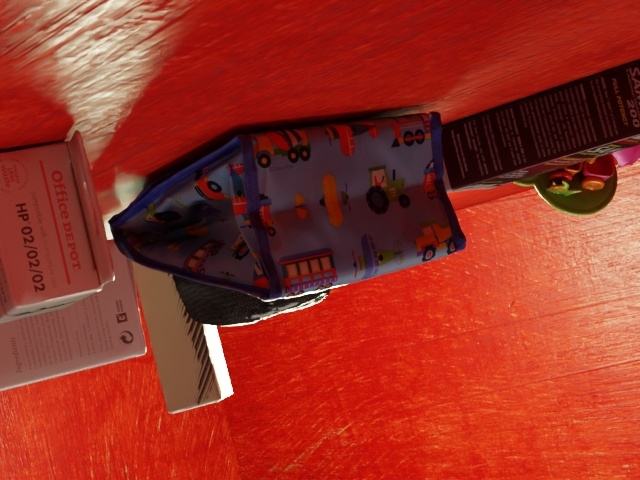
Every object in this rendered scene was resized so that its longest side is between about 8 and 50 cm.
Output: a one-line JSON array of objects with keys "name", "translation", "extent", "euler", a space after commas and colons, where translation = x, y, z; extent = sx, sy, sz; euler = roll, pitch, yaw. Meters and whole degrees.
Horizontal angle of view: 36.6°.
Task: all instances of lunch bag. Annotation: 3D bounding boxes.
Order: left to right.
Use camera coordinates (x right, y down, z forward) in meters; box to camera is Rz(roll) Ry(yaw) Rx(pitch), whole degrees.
[{"name": "lunch bag", "translation": [-0.049, -0.022, 0.924], "extent": [0.221, 0.138, 0.293], "euler": [-12, -178, -37]}]

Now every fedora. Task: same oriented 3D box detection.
[{"name": "fedora", "translation": [-0.101, 0.039, 1.398], "extent": [0.334, 0.153, 0.334], "euler": [-12, 179, 0]}]

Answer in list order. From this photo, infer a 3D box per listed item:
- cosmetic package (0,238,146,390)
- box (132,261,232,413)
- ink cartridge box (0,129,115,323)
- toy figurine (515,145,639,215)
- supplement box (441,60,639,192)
[{"name": "cosmetic package", "translation": [-0.433, 0.108, 1.169], "extent": [0.385, 0.156, 0.217], "euler": [-11, -179, -30]}, {"name": "box", "translation": [-0.230, 0.138, 1.599], "extent": [0.094, 0.275, 0.113], "euler": [-16, 177, 5]}, {"name": "ink cartridge box", "translation": [-0.203, -0.004, 0.678], "extent": [0.061, 0.104, 0.181], "euler": [-13, 176, -26]}, {"name": "toy figurine", "translation": [0.338, -0.123, 1.240], "extent": [0.173, 0.130, 0.159], "euler": [11, 158, -8]}, {"name": "supplement box", "translation": [0.250, -0.115, 1.017], "extent": [0.239, 0.073, 0.130], "euler": [-17, 176, 34]}]
